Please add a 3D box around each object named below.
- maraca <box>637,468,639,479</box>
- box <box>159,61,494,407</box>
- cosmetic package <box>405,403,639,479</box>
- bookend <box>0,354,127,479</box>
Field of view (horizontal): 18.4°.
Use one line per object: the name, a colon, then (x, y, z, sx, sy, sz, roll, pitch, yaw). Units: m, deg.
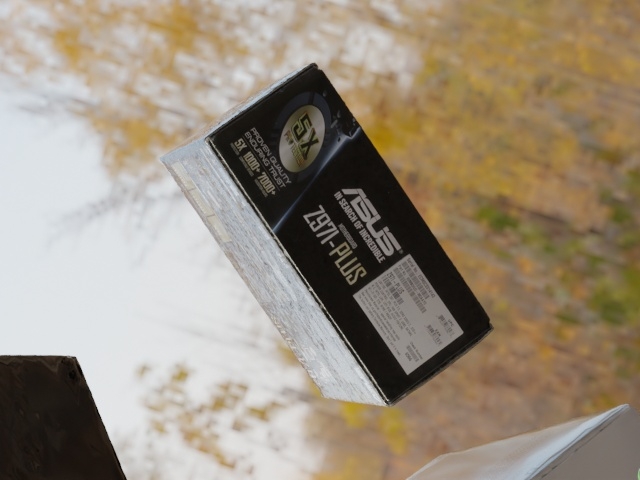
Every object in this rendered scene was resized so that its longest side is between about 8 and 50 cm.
maraca: (0.236, 0.199, 1.132, 0.099, 0.127, 0.185, 96, 177, -72)
box: (0.000, 0.000, 1.127, 0.077, 0.180, 0.147, -36, 6, -13)
cosmetic package: (0.177, 0.281, 1.708, 0.155, 0.197, 0.365, -35, 3, -24)
bookend: (-0.154, 0.097, 0.570, 0.072, 0.157, 0.156, 66, -164, 11)
